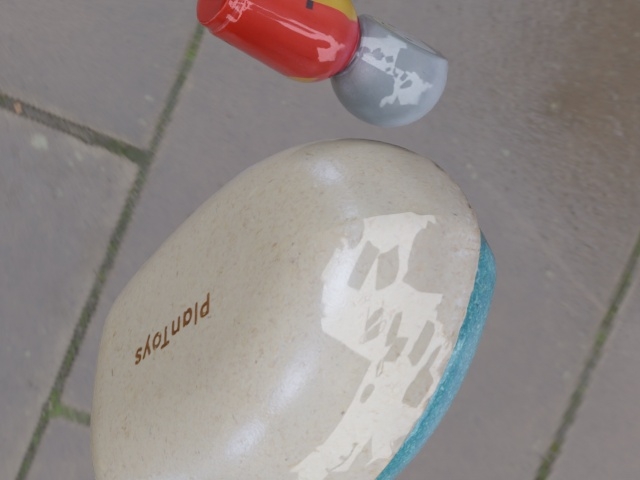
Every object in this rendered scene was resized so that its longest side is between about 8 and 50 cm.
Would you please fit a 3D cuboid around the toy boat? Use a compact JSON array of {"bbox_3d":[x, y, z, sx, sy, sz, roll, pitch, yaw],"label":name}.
[{"bbox_3d":[0.000,0.000,0.714,0.148,0.267,0.318,21,57,-30],"label":"toy boat"}]
